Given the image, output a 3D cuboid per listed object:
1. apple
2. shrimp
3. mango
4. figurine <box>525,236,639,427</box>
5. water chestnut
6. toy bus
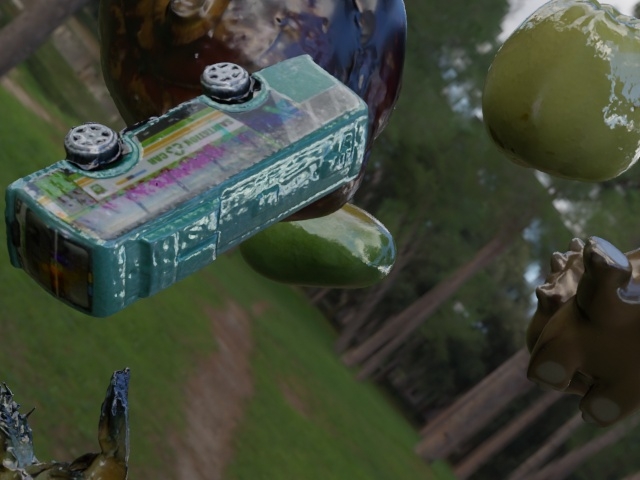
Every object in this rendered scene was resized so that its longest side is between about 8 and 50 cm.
[{"bbox_3d":[0.264,-0.151,1.316,0.200,0.200,0.200,51,-3,4],"label":"apple"},{"bbox_3d":[-0.246,0.137,1.128,0.051,0.198,0.262,6,47,-57],"label":"shrimp"},{"bbox_3d":[0.000,0.000,1.655,0.251,0.156,0.114,5,-79,45],"label":"mango"},{"bbox_3d":[0.315,0.069,1.348,0.177,0.173,0.247,19,-49,10],"label":"figurine"},{"bbox_3d":[-0.062,-0.144,1.123,0.289,0.289,0.244,48,-47,48],"label":"water chestnut"},{"bbox_3d":[-0.085,-0.044,0.877,0.109,0.261,0.091,37,-39,29],"label":"toy bus"}]
